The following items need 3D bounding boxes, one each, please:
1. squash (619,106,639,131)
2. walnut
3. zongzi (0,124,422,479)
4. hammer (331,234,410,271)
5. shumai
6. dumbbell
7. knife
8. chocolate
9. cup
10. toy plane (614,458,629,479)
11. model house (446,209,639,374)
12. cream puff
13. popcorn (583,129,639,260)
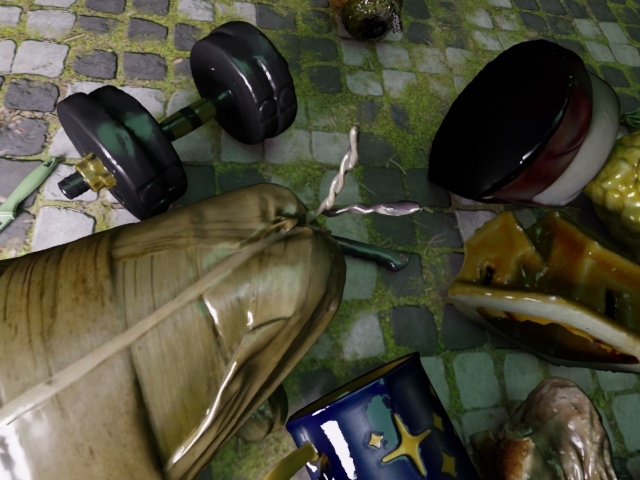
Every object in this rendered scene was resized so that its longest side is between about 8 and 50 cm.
[{"bbox_3d":[0.760,-0.288,0.907,0.224,0.094,0.094,-16,69,-12],"label":"squash"},{"bbox_3d":[-0.082,0.197,0.490,0.092,0.092,0.092,5,64,-10],"label":"walnut"},{"bbox_3d":[-0.104,0.194,0.391,0.499,0.218,0.468,-18,81,0],"label":"zongzi"},{"bbox_3d":[0.000,0.000,0.627,0.287,0.033,0.111,16,64,-5],"label":"hammer"},{"bbox_3d":[0.252,0.272,0.479,0.152,0.161,0.210,4,91,-11],"label":"shumai"},{"bbox_3d":[-0.190,-0.176,0.584,0.185,0.185,0.388,43,65,9],"label":"dumbbell"},{"bbox_3d":[-0.437,-0.042,0.563,0.030,0.014,0.207,26,64,1],"label":"knife"},{"bbox_3d":[0.346,-0.164,0.670,0.186,0.283,0.284,25,61,-20],"label":"chocolate"},{"bbox_3d":[0.054,0.292,0.423,0.254,0.178,0.257,-21,73,-17],"label":"cup"},{"bbox_3d":[0.386,0.328,0.555,0.083,0.031,0.079,0,65,-13],"label":"toy plane"},{"bbox_3d":[0.356,0.045,0.604,0.267,0.173,0.239,30,63,0],"label":"model house"},{"bbox_3d":[0.108,-0.495,0.820,0.183,0.183,0.169,-8,79,-16],"label":"cream puff"},{"bbox_3d":[0.603,-0.087,0.694,0.250,0.235,0.242,42,38,-12],"label":"popcorn"}]
